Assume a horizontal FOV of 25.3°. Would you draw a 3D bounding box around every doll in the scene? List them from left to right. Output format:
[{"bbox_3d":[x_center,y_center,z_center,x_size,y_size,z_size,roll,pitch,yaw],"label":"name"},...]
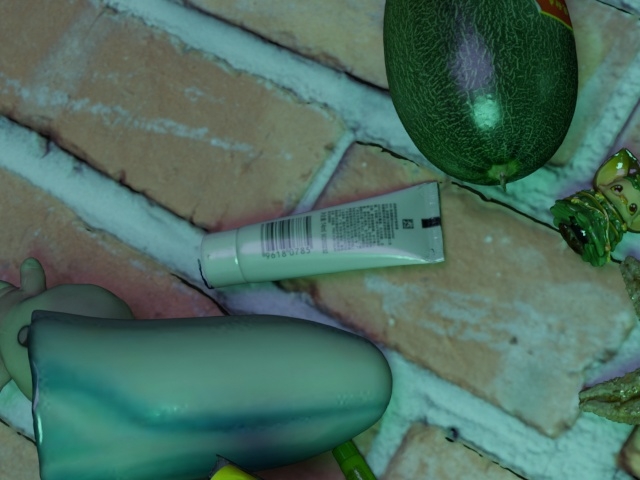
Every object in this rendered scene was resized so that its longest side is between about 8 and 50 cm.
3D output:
[{"bbox_3d":[-0.278,0.099,1.453,0.275,0.113,0.154,12,82,19],"label":"doll"},{"bbox_3d":[0.266,-0.027,1.319,0.113,0.076,0.078,-34,83,-27],"label":"doll"}]

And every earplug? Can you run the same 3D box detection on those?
[{"bbox_3d":[-0.093,0.142,1.293,0.324,0.185,0.185,-4,64,-8],"label":"earplug"}]

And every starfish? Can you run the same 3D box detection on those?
[{"bbox_3d":[0.313,0.092,1.193,0.231,0.048,0.295,29,91,49],"label":"starfish"}]

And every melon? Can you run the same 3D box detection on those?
[{"bbox_3d":[0.151,-0.169,1.346,0.182,0.182,0.287,-12,64,17],"label":"melon"}]

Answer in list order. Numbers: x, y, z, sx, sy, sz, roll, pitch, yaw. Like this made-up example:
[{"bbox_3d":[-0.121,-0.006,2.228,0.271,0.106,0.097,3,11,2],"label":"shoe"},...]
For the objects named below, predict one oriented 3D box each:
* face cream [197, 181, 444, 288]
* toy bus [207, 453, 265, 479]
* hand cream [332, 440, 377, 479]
[{"bbox_3d":[0.000,0.000,1.411,0.244,0.058,0.092,-10,59,12],"label":"face cream"},{"bbox_3d":[-0.016,0.289,1.130,0.152,0.330,0.144,25,80,26],"label":"toy bus"},{"bbox_3d":[0.049,0.237,1.302,0.036,0.023,0.122,-46,58,22],"label":"hand cream"}]
